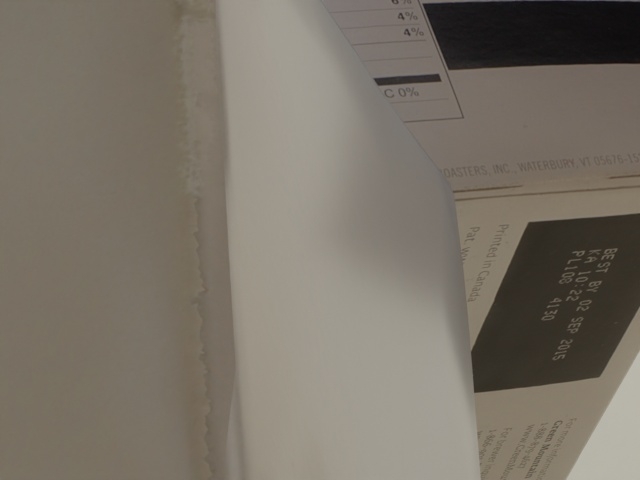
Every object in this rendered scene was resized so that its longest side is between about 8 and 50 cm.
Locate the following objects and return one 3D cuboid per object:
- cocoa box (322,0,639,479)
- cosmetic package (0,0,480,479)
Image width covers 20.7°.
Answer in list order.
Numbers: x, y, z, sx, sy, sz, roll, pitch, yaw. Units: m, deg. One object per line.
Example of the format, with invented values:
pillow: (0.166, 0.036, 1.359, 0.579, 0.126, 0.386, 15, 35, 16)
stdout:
cocoa box: (0.000, 0.000, 0.826, 0.231, 0.347, 0.228, -5, -127, -18)
cosmetic package: (-0.199, 0.055, 0.492, 0.453, 0.230, 0.161, -9, -111, 15)
